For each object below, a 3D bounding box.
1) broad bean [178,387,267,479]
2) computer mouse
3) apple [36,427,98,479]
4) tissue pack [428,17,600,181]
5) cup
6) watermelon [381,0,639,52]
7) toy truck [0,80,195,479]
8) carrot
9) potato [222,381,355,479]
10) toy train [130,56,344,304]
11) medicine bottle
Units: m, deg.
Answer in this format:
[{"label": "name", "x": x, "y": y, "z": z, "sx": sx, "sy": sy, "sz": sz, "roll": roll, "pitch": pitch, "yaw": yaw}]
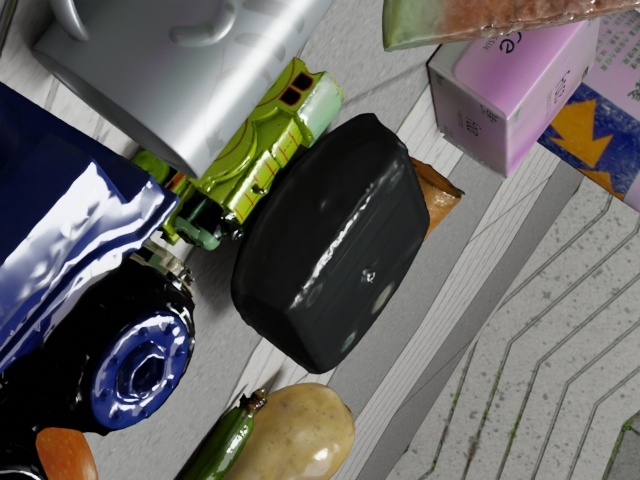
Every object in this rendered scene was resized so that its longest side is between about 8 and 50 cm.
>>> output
[{"label": "broad bean", "x": -0.139, "y": 0.271, "z": 1.779, "sx": 0.297, "sy": 0.043, "sz": 0.060, "roll": -58, "pitch": 178, "yaw": 13}, {"label": "computer mouse", "x": 0.000, "y": 0.000, "z": 1.390, "sx": 0.170, "sy": 0.100, "sz": 0.269, "roll": -57, "pitch": 165, "yaw": -11}, {"label": "apple", "x": -0.187, "y": 0.142, "z": 0.940, "sx": 0.163, "sy": 0.139, "sz": 0.163, "roll": -49, "pitch": 166, "yaw": -17}, {"label": "tissue pack", "x": 0.181, "y": -0.159, "z": 1.681, "sx": 0.148, "sy": 0.092, "sz": 0.246, "roll": -52, "pitch": 169, "yaw": -4}, {"label": "cup", "x": -0.059, "y": -0.110, "z": 0.819, "sx": 0.133, "sy": 0.099, "sz": 0.136, "roll": -52, "pitch": 170, "yaw": -6}, {"label": "watermelon", "x": 0.163, "y": -0.229, "z": 1.128, "sx": 0.193, "sy": 0.232, "sz": 0.310, "roll": -3, "pitch": -119, "yaw": 60}, {"label": "toy truck", "x": -0.167, "y": 0.025, "z": 0.713, "sx": 0.213, "sy": 0.161, "sz": 0.177, "roll": -51, "pitch": 149, "yaw": -15}, {"label": "carrot", "x": 0.049, "y": 0.007, "z": 1.741, "sx": 0.205, "sy": 0.072, "sz": 0.072, "roll": -50, "pitch": 171, "yaw": 22}, {"label": "potato", "x": -0.045, "y": 0.219, "z": 1.849, "sx": 0.178, "sy": 0.118, "sz": 0.109, "roll": -39, "pitch": 131, "yaw": -8}, {"label": "toy train", "x": -0.089, "y": -0.009, "z": 1.047, "sx": 0.250, "sy": 0.085, "sz": 0.053, "roll": -52, "pitch": 152, "yaw": -11}, {"label": "medicine bottle", "x": 0.345, "y": -0.132, "z": 1.928, "sx": 0.178, "sy": 0.290, "sz": 0.178, "roll": -50, "pitch": 168, "yaw": -15}]
